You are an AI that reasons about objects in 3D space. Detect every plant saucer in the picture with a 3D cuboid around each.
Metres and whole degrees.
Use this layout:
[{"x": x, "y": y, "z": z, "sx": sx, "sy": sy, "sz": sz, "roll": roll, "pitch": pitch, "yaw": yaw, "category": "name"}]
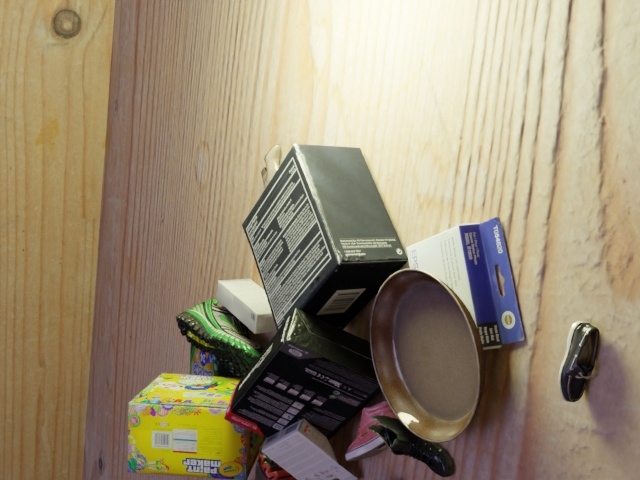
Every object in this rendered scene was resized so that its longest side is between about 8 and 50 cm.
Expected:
[{"x": 0.194, "y": 0.201, "z": 1.433, "sx": 0.310, "sy": 0.050, "sz": 0.311, "roll": 18, "pitch": 112, "yaw": 56, "category": "plant saucer"}]

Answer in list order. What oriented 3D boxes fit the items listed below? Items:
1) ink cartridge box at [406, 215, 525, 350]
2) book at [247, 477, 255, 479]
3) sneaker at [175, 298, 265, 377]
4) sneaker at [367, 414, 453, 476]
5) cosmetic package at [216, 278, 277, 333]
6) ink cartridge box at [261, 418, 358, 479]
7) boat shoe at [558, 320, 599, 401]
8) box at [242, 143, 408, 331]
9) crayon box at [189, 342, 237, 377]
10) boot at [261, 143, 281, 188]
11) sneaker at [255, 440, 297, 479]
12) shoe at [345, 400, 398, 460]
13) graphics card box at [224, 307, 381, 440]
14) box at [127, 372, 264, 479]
[{"x": 0.249, "y": 0.090, "z": 1.423, "sx": 0.224, "sy": 0.045, "sz": 0.223, "roll": -28, "pitch": 68, "yaw": 56, "category": "ink cartridge box"}, {"x": -0.182, "y": 0.678, "z": 2.103, "sx": 0.144, "sy": 0.096, "sz": 0.035, "roll": 28, "pitch": 115, "yaw": 55, "category": "book"}, {"x": -0.236, "y": 0.247, "z": 2.141, "sx": 0.343, "sy": 0.146, "sz": 0.134, "roll": 29, "pitch": 144, "yaw": 37, "category": "sneaker"}, {"x": 0.171, "y": 0.392, "z": 1.522, "sx": 0.170, "sy": 0.089, "sz": 0.051, "roll": 47, "pitch": 129, "yaw": 48, "category": "sneaker"}, {"x": -0.177, "y": 0.168, "z": 2.075, "sx": 0.239, "sy": 0.098, "sz": 0.061, "roll": 31, "pitch": 120, "yaw": 55, "category": "cosmetic package"}, {"x": -0.020, "y": 0.479, "z": 1.765, "sx": 0.145, "sy": 0.179, "sz": 0.045, "roll": -37, "pitch": 20, "yaw": 40, "category": "ink cartridge box"}, {"x": 0.391, "y": 0.185, "z": 1.199, "sx": 0.038, "sy": 0.046, "sz": 0.125, "roll": 19, "pitch": 99, "yaw": 62, "category": "boat shoe"}, {"x": 0.000, "y": 0.000, "z": 1.696, "sx": 0.296, "sy": 0.182, "sz": 0.294, "roll": -51, "pitch": 51, "yaw": 45, "category": "box"}, {"x": -0.307, "y": 0.451, "z": 2.312, "sx": 0.203, "sy": 0.083, "sz": 0.323, "roll": 14, "pitch": 103, "yaw": 58, "category": "crayon box"}, {"x": -0.111, "y": -0.172, "z": 2.014, "sx": 0.087, "sy": 0.042, "sz": 0.118, "roll": 58, "pitch": 139, "yaw": 31, "category": "boot"}, {"x": -0.089, "y": 0.627, "z": 1.949, "sx": 0.276, "sy": 0.097, "sz": 0.135, "roll": 59, "pitch": 138, "yaw": 42, "category": "sneaker"}, {"x": 0.104, "y": 0.396, "z": 1.661, "sx": 0.178, "sy": 0.063, "sz": 0.081, "roll": -44, "pitch": 53, "yaw": 44, "category": "shoe"}, {"x": -0.035, "y": 0.314, "z": 1.715, "sx": 0.371, "sy": 0.232, "sz": 0.094, "roll": -55, "pitch": 13, "yaw": 46, "category": "graphics card box"}, {"x": -0.298, "y": 0.456, "z": 2.002, "sx": 0.279, "sy": 0.289, "sz": 0.177, "roll": -45, "pitch": -43, "yaw": -82, "category": "box"}]
